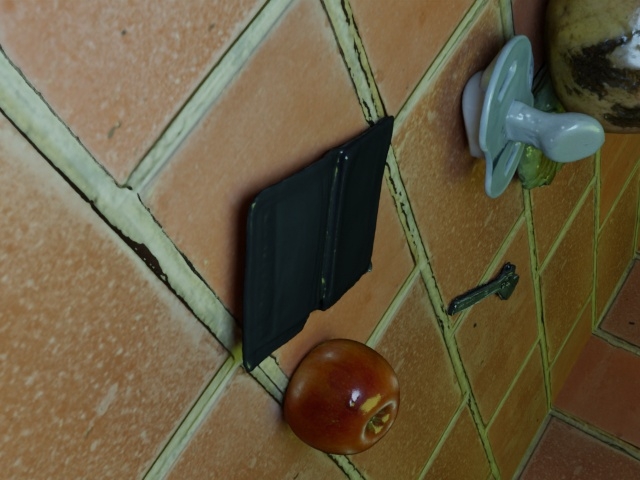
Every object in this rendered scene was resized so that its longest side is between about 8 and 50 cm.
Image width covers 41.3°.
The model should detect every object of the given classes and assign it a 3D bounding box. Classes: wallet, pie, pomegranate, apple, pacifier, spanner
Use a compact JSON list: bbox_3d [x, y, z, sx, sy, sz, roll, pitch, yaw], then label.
[{"bbox_3d":[0.000,0.000,1.053,0.323,0.041,0.247,-35,141,-49],"label":"wallet"},{"bbox_3d":[0.437,-0.228,1.586,0.306,0.071,0.306,-43,149,-35],"label":"pie"},{"bbox_3d":[0.498,-0.325,1.336,0.322,0.322,0.322,-40,143,-38],"label":"pomegranate"},{"bbox_3d":[0.033,0.221,1.184,0.163,0.139,0.163,-43,147,-37],"label":"apple"},{"bbox_3d":[0.329,-0.184,1.291,0.227,0.207,0.279,-58,152,-21],"label":"pacifier"},{"bbox_3d":[0.337,0.106,1.737,0.325,0.026,0.093,-16,126,-53],"label":"spanner"}]
